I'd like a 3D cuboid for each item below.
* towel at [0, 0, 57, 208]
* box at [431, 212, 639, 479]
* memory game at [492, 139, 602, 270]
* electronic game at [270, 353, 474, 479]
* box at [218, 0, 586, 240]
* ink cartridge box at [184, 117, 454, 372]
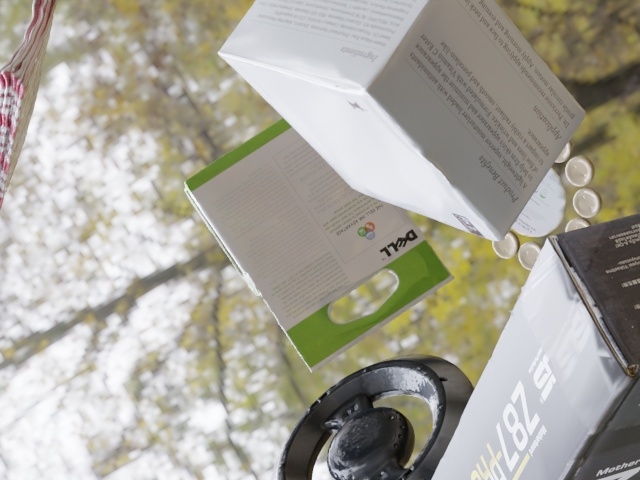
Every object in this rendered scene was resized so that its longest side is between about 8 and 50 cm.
[{"bbox_3d":[-0.306,-0.139,1.661,0.029,0.197,0.144,16,-135,-6],"label":"towel"},{"bbox_3d":[0.275,0.070,0.969,0.318,0.394,0.097,106,144,-53],"label":"box"},{"bbox_3d":[0.262,-0.053,2.033,0.012,0.186,0.186,-20,-100,-53],"label":"memory game"},{"bbox_3d":[0.049,0.199,1.569,0.048,0.229,0.229,52,-158,-30],"label":"electronic game"},{"bbox_3d":[0.058,-0.112,1.184,0.182,0.119,0.181,22,163,50],"label":"box"},{"bbox_3d":[0.000,0.000,1.788,0.255,0.188,0.097,56,176,17],"label":"ink cartridge box"}]
